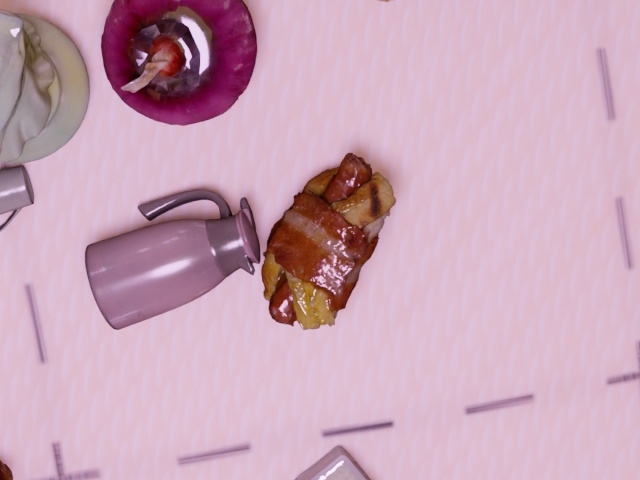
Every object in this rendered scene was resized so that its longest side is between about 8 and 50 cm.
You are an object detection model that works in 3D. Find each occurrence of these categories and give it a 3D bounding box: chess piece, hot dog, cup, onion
[{"bbox_3d":[-0.342,-0.159,1.562,0.176,0.298,0.175,0,96,-3],"label":"chess piece"},{"bbox_3d":[0.000,0.000,1.675,0.103,0.146,0.213,21,94,-31],"label":"hot dog"},{"bbox_3d":[-0.376,-0.045,1.699,0.083,0.054,0.075,-14,98,-2],"label":"cup"},{"bbox_3d":[-0.157,-0.216,1.634,0.177,0.153,0.177,0,88,-10],"label":"onion"}]

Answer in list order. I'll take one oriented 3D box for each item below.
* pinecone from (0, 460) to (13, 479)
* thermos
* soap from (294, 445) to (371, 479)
[{"bbox_3d":[-0.469,0.335,1.676,0.224,0.224,0.272,17,122,-4],"label":"pinecone"},{"bbox_3d":[-0.166,0.009,1.688,0.193,0.105,0.137,-20,60,7],"label":"thermos"},{"bbox_3d":[0.036,0.353,1.766,0.121,0.064,0.183,-40,98,2],"label":"soap"}]
